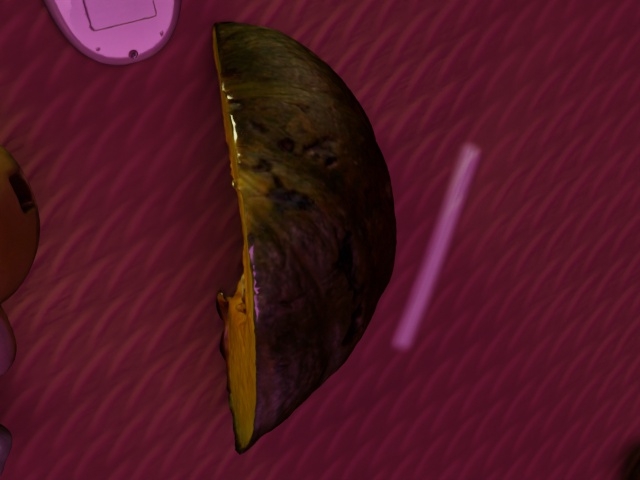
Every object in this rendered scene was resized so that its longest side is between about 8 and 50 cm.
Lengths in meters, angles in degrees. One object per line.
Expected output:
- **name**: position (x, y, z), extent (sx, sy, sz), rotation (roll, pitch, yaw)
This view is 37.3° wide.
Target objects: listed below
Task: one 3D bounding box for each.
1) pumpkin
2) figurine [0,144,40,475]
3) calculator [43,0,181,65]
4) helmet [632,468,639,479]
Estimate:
- **pumpkin**: position (0.000, 0.000, 0.678), extent (0.148, 0.169, 0.312), rotation (-7, 104, -14)
- **figurine**: position (-0.313, 0.018, 0.577), extent (0.285, 0.167, 0.342), rotation (-19, 128, -6)
- **calculator**: position (-0.152, -0.205, 0.662), extent (0.103, 0.024, 0.165), rotation (-18, 108, -14)
- **helmet**: position (0.336, 0.246, 0.903), extent (0.111, 0.057, 0.089), rotation (10, 56, -24)
